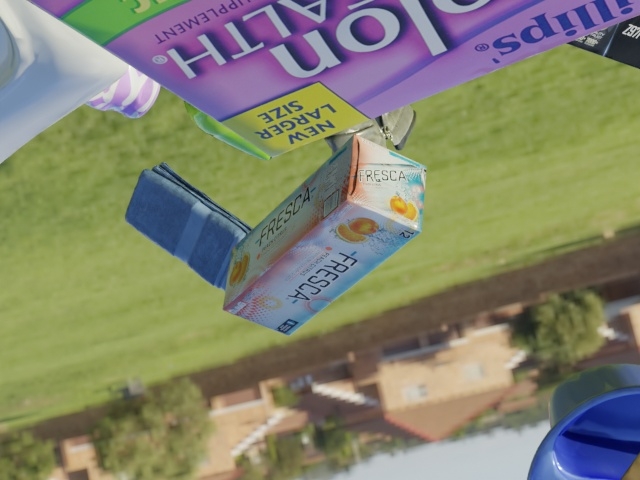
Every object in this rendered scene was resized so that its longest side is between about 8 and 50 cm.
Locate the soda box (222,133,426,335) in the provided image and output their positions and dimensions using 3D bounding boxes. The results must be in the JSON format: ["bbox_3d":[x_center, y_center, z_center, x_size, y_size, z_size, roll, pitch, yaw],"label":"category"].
[{"bbox_3d":[0.000,0.000,0.979,0.063,0.058,0.183,23,143,-22],"label":"soda box"}]

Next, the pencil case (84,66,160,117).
[{"bbox_3d":[-0.240,-0.163,1.203,0.206,0.086,0.088,13,153,-32],"label":"pencil case"}]

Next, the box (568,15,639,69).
[{"bbox_3d":[0.274,-0.256,1.317,0.147,0.180,0.077,14,131,-27],"label":"box"}]

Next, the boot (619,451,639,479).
[{"bbox_3d":[0.274,0.173,0.951,0.305,0.115,0.112,-33,151,-54],"label":"boot"}]

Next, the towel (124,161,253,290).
[{"bbox_3d":[-0.111,-0.011,1.191,0.067,0.119,0.029,-61,168,30],"label":"towel"}]

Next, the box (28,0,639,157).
[{"bbox_3d":[-0.005,-0.154,0.476,0.213,0.117,0.243,-19,151,29],"label":"box"}]

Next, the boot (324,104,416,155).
[{"bbox_3d":[0.044,-0.176,1.306,0.083,0.161,0.246,-8,-146,40],"label":"boot"}]

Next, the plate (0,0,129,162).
[{"bbox_3d":[-0.290,-0.177,0.954,0.277,0.278,0.045,-25,-166,46],"label":"plate"}]

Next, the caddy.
[{"bbox_3d":[0.388,0.268,1.489,0.341,0.241,0.179,5,-169,-1],"label":"caddy"}]

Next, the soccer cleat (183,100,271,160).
[{"bbox_3d":[0.002,-0.120,0.704,0.072,0.060,0.179,35,103,-36],"label":"soccer cleat"}]
